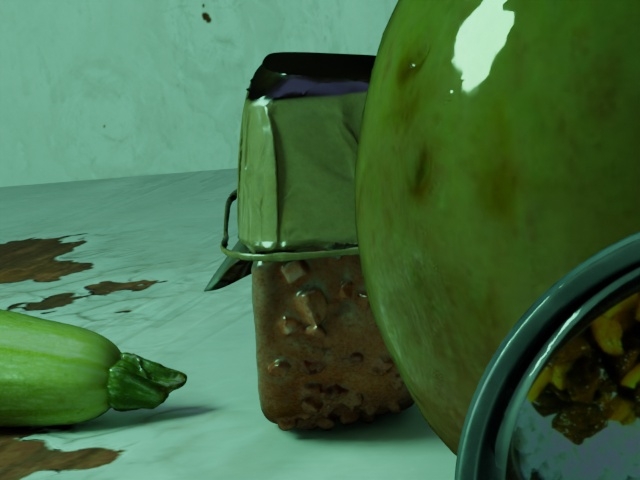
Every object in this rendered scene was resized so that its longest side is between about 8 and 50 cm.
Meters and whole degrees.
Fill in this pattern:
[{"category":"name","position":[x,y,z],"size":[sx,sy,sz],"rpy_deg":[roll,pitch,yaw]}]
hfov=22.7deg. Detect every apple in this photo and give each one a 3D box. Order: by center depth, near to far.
[{"category":"apple","position":[0.180,-0.035,0.718],"size":[0.339,0.305,0.338],"rpy_deg":[-8,7,1]}]

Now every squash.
[{"category":"squash","position":[-0.191,0.082,1.005],"size":[0.224,0.094,0.094],"rpy_deg":[3,12,17]}]

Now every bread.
[{"category":"bread","position":[0.000,0.000,0.929],"size":[0.142,0.211,0.224],"rpy_deg":[-2,13,1]}]

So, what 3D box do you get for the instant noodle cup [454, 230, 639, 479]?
[{"category":"instant noodle cup","position":[0.140,0.078,0.506],"size":[0.208,0.177,0.125],"rpy_deg":[-18,-3,14]}]
